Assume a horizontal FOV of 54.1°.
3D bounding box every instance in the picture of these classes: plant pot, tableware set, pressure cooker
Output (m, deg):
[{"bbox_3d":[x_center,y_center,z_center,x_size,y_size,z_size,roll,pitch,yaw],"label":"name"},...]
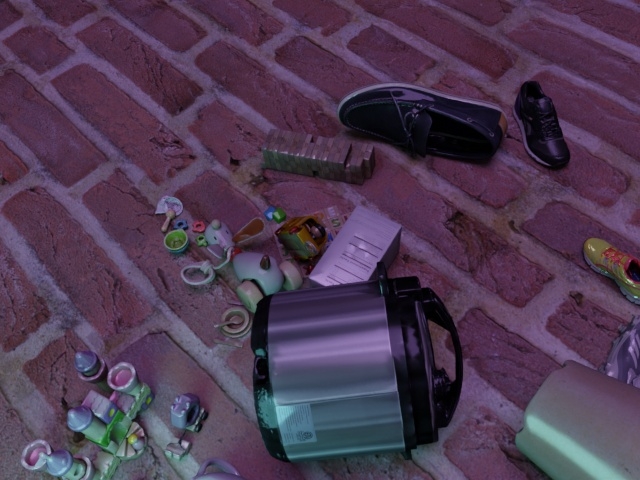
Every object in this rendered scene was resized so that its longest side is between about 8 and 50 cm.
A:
[{"bbox_3d":[0.574,0.404,1.233,0.334,0.334,0.305,-43,51,-20],"label":"plant pot"},{"bbox_3d":[-0.168,0.211,1.596,0.194,0.039,0.128,8,58,13],"label":"tableware set"},{"bbox_3d":[0.088,0.272,1.327,0.420,0.370,0.375,-8,60,6],"label":"pressure cooker"}]

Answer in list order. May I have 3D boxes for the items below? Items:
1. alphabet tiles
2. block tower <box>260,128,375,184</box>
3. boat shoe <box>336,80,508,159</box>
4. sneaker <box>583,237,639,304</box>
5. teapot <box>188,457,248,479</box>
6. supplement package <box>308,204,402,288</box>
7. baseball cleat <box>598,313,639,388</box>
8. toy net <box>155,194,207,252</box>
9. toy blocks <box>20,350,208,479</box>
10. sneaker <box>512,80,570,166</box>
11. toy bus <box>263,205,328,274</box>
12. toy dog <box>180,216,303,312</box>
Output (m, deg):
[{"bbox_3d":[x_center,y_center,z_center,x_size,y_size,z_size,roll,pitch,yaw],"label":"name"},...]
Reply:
[{"bbox_3d":[0.000,0.000,1.734,0.237,0.009,0.198,-18,56,-4],"label":"alphabet tiles"},{"bbox_3d":[-0.013,-0.248,1.849,0.335,0.097,0.091,10,58,15],"label":"block tower"},{"bbox_3d":[0.288,-0.338,1.820,0.500,0.187,0.156,11,53,8],"label":"boat shoe"},{"bbox_3d":[0.743,0.057,1.550,0.081,0.094,0.208,-33,58,-13],"label":"sneaker"},{"bbox_3d":[-0.179,0.592,1.267,0.252,0.187,0.256,-1,70,39],"label":"teapot"},{"bbox_3d":[0.090,0.058,1.600,0.134,0.139,0.244,27,64,18],"label":"supplement package"},{"bbox_3d":[0.714,0.272,1.438,0.109,0.072,0.206,36,72,12],"label":"baseball cleat"},{"bbox_3d":[-0.408,-0.062,1.804,0.122,0.045,0.232,-24,57,-8],"label":"toy net"},{"bbox_3d":[-0.468,0.403,1.374,0.309,0.260,0.288,16,60,17],"label":"toy blocks"},{"bbox_3d":[0.634,-0.342,1.809,0.107,0.124,0.283,-16,56,-3],"label":"sneaker"},{"bbox_3d":[-0.035,-0.015,1.627,0.104,0.191,0.202,-41,61,-19],"label":"toy bus"},{"bbox_3d":[-0.202,0.037,1.629,0.334,0.161,0.220,22,50,21],"label":"toy dog"}]
